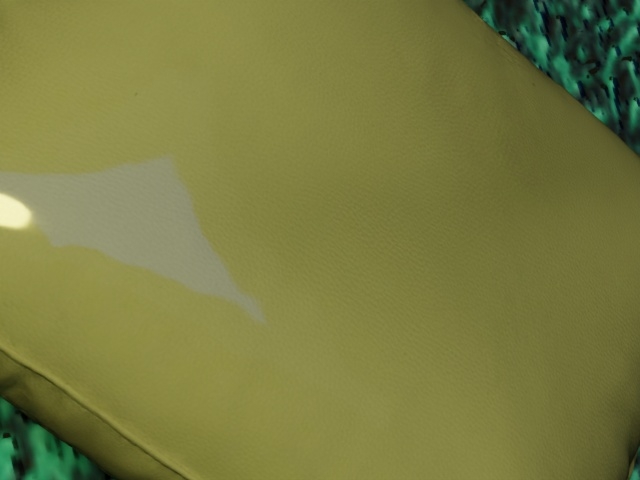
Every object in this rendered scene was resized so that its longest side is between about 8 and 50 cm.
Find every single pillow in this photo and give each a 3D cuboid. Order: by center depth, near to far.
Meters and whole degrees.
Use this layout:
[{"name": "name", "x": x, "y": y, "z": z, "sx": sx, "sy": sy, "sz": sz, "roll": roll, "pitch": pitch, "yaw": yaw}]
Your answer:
[{"name": "pillow", "x": 0.000, "y": 0.000, "z": 0.549, "sx": 0.322, "sy": 0.119, "sz": 0.255, "roll": 39, "pitch": 55, "yaw": -19}]
